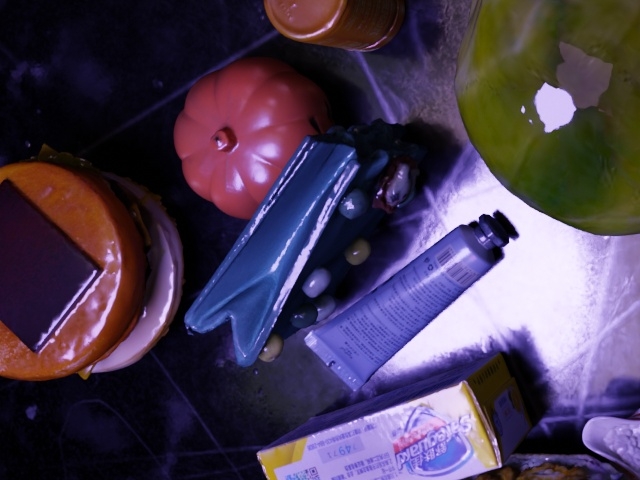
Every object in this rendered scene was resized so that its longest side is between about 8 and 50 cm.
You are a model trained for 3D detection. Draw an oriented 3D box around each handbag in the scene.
[{"bbox_3d":[0.002,0.005,1.099,0.100,0.269,0.274,40,108,12],"label":"handbag"}]

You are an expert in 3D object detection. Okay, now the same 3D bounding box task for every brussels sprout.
[{"bbox_3d":[0.282,-0.171,0.980,0.344,0.268,0.344,-2,79,8],"label":"brussels sprout"}]

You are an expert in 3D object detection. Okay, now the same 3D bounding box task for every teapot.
[{"bbox_3d":[0.395,0.236,1.040,0.246,0.116,0.159,5,60,24],"label":"teapot"}]

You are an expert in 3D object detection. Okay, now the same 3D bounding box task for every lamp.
[{"bbox_3d":[-0.077,-0.116,1.174,0.188,0.164,0.187,4,99,24],"label":"lamp"}]

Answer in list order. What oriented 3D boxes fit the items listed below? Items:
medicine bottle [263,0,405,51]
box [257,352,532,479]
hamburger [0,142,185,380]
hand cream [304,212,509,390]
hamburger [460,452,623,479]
[{"bbox_3d":[0.019,-0.256,1.102,0.096,0.192,0.096,3,97,21],"label":"medicine bottle"},{"bbox_3d":[0.086,0.223,1.146,0.265,0.168,0.097,-23,85,21],"label":"box"},{"bbox_3d":[-0.311,0.036,1.255,0.291,0.225,0.290,1,92,16],"label":"hamburger"},{"bbox_3d":[0.101,0.067,1.182,0.091,0.058,0.271,44,114,-7],"label":"hand cream"},{"bbox_3d":[0.222,0.361,1.051,0.318,0.195,0.276,-22,98,51],"label":"hamburger"}]
